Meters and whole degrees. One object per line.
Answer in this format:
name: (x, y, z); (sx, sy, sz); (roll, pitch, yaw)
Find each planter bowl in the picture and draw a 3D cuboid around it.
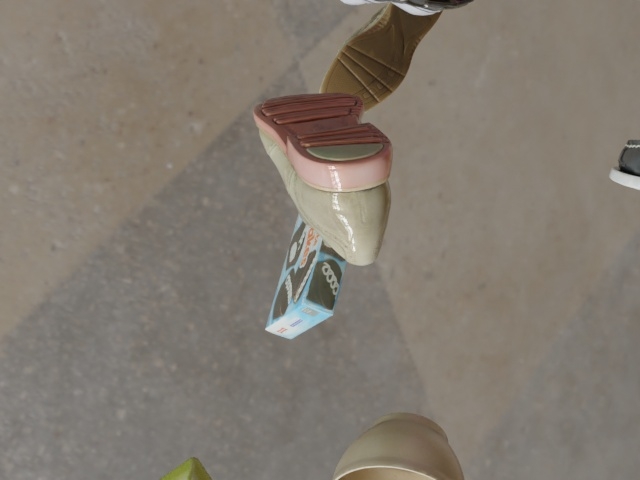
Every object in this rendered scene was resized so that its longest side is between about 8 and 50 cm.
planter bowl: (0.096, 0.272, 1.449); (0.109, 0.162, 0.162); (-74, 149, -46)

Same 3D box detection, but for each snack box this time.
snack box: (0.000, 0.000, 2.177); (0.060, 0.187, 0.322); (23, 65, -16)

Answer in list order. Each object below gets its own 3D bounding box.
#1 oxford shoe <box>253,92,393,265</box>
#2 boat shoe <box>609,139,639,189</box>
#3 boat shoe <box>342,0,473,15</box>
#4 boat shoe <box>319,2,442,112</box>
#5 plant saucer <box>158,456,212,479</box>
oxford shoe: (-0.002, -0.088, 1.517); (0.140, 0.397, 0.146); (-7, 111, -5)
boat shoe: (0.343, -0.065, 0.976); (0.114, 0.302, 0.091); (5, 97, -28)
boat shoe: (0.081, -0.242, 1.105); (0.228, 0.076, 0.080); (5, 85, -61)
boat shoe: (0.093, -0.292, 1.924); (0.104, 0.089, 0.285); (43, 71, -7)
plant saucer: (-0.246, 0.508, 2.170); (0.188, 0.045, 0.188); (-34, 85, -6)
